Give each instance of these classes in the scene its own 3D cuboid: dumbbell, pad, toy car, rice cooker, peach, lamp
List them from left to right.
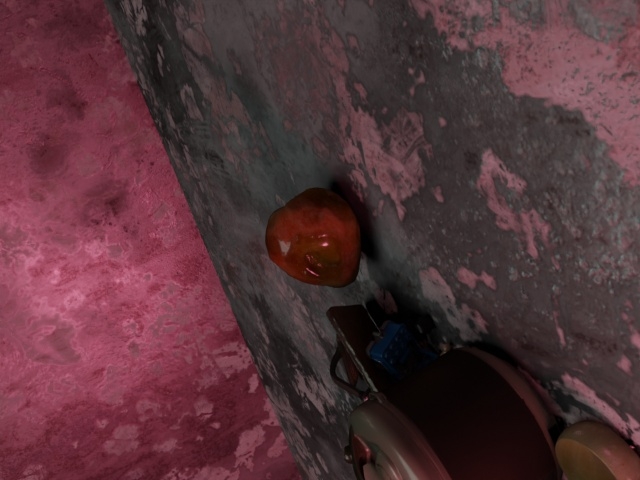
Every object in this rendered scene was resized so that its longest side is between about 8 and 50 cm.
[{"bbox_3d":[0.000,0.000,1.408,0.235,0.214,0.214,47,160,-7],"label":"peach"},{"bbox_3d":[0.109,0.392,1.715,0.283,0.124,0.203,37,157,54],"label":"lamp"},{"bbox_3d":[0.130,0.270,1.435,0.284,0.018,0.286,58,-165,14],"label":"pad"},{"bbox_3d":[0.188,0.259,1.341,0.191,0.097,0.100,49,157,-26],"label":"toy car"},{"bbox_3d":[0.208,0.183,1.347,0.036,0.040,0.083,34,161,-9],"label":"dumbbell"},{"bbox_3d":[0.229,0.395,1.142,0.335,0.325,0.335,49,154,34],"label":"rice cooker"}]

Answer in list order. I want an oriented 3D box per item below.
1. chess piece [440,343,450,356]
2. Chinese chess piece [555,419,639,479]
[{"bbox_3d":[0.262,0.252,1.307,0.035,0.035,0.092,38,144,48],"label":"chess piece"},{"bbox_3d":[0.437,0.351,0.981,0.144,0.058,0.144,51,158,30],"label":"Chinese chess piece"}]
